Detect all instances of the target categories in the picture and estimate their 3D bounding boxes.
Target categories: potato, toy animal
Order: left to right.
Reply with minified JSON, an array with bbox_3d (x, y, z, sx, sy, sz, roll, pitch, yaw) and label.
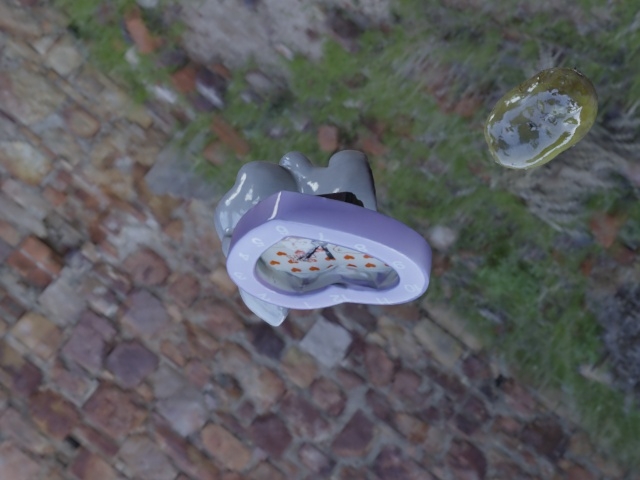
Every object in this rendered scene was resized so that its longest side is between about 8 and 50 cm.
[{"bbox_3d":[-0.019,-0.016,1.205,0.127,0.193,0.178,77,174,-48],"label":"toy animal"},{"bbox_3d":[0.245,-0.137,1.174,0.138,0.070,0.091,-34,94,38],"label":"potato"}]

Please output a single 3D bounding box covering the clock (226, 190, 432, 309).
[{"bbox_3d":[0.000,0.000,0.993,0.198,0.064,0.172,-6,147,25],"label":"clock"}]
